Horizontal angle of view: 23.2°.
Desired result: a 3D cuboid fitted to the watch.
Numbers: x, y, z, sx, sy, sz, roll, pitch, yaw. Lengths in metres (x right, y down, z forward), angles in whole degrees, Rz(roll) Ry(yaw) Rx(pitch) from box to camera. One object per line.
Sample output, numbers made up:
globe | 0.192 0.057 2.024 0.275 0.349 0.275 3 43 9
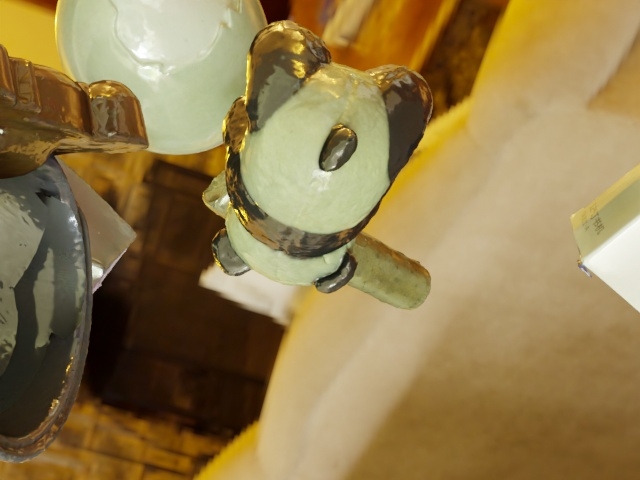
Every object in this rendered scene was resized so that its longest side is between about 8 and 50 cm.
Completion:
watch | -0.319 0.016 1.265 0.335 0.314 0.327 31 -122 -75

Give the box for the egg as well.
egg | -0.212 -0.270 2.072 0.336 0.278 0.278 60 -141 -65

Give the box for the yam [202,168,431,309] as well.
yam | 0.000 0.000 1.967 0.083 0.371 0.083 -25 50 35

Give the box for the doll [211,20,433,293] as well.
doll | -0.009 -0.055 1.174 0.234 0.143 0.135 118 169 -58

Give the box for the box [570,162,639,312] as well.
box | 0.359 0.036 1.402 0.135 0.269 0.079 -41 23 22

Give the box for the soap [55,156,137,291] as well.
soap | -0.410 -0.002 1.970 0.296 0.285 0.107 -44 4 47
